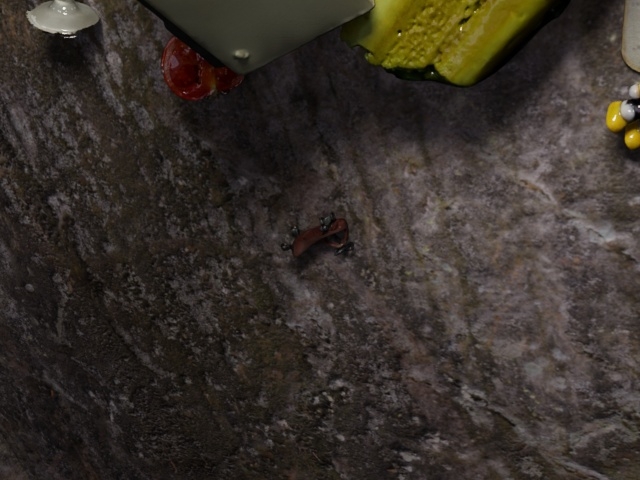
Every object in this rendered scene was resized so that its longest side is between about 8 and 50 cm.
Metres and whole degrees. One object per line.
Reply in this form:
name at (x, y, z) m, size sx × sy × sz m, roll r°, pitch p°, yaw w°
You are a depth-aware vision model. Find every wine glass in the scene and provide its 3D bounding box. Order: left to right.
wine glass at (-0.475, -0.543, 1.309) m, size 0.143 × 0.143 × 0.321 m, roll 28°, pitch 135°, yaw 14°

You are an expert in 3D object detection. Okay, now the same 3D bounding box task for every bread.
bread at (0.212, -0.385, 0.937) m, size 0.251 × 0.208 × 0.376 m, roll 29°, pitch 137°, yaw -12°

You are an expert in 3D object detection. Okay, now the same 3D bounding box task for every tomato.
tomato at (-0.211, -0.338, 1.329) m, size 0.159 × 0.091 × 0.139 m, roll -15°, pitch 124°, yaw 9°

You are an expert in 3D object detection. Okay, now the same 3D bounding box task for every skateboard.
skateboard at (0.000, 0.000, 1.447) m, size 0.151 × 0.067 × 0.080 m, roll -20°, pitch 117°, yaw 36°

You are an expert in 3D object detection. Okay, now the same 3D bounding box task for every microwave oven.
microwave oven at (-0.136, -0.466, 0.893) m, size 0.247 × 0.333 × 0.394 m, roll -20°, pitch 66°, yaw 20°

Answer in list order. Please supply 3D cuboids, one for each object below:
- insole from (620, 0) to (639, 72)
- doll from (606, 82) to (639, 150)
insole at (0.435, -0.386, 0.935) m, size 0.119 × 0.009 × 0.348 m, roll 4°, pitch 122°, yaw 30°
doll at (0.534, -0.210, 0.933) m, size 0.316 × 0.103 × 0.145 m, roll -22°, pitch 111°, yaw 46°
